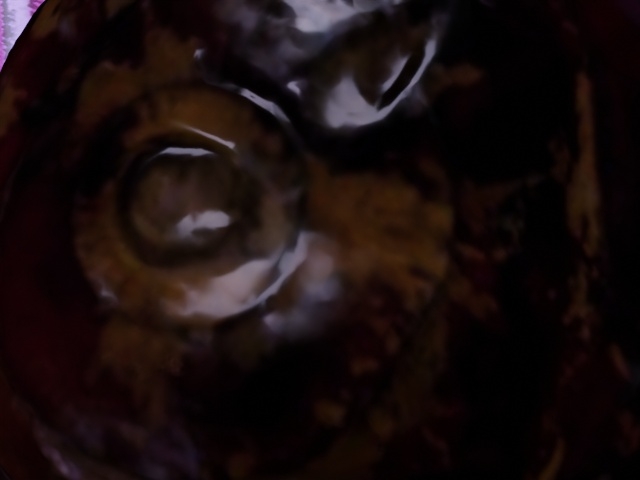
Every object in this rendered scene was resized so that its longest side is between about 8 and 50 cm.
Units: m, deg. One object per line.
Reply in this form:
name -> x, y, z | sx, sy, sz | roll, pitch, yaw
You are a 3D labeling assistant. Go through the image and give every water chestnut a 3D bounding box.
water chestnut -> 0.000, 0.000, 0.595 | 0.289, 0.289, 0.244 | -30, 20, -30
